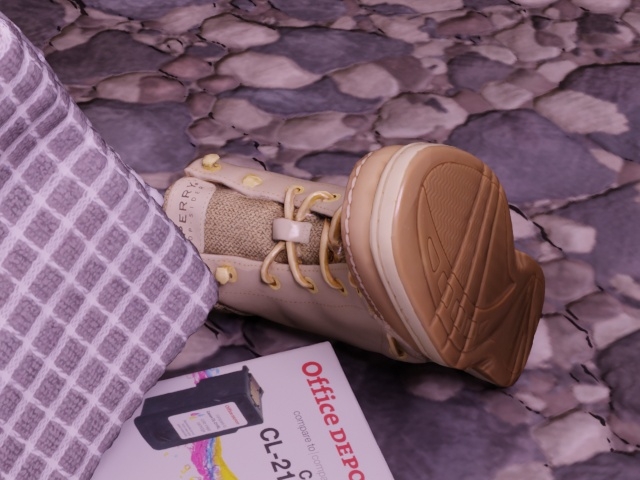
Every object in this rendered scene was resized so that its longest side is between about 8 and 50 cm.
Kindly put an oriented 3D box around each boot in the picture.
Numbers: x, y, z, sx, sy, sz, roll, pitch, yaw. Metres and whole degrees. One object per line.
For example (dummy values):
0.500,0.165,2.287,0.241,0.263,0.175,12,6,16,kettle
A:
0.000,0.000,0.830,0.203,0.262,0.095,15,81,21,boot

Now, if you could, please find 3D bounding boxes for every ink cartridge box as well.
-0.057,0.133,0.791,0.175,0.072,0.127,-13,41,-12,ink cartridge box

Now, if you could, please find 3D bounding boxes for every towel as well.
-0.187,0.045,0.678,0.121,0.235,0.283,26,73,42,towel
